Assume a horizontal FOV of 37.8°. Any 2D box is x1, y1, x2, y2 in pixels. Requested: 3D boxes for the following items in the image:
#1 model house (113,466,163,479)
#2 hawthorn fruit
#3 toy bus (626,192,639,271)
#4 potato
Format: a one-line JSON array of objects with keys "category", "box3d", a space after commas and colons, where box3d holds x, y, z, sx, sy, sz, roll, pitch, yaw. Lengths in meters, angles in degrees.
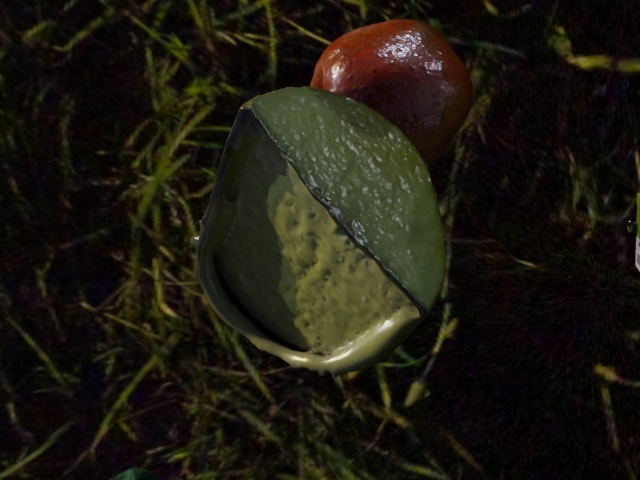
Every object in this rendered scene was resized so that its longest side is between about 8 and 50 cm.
[{"category": "model house", "box3d": [-0.108, 0.393, 0.784, 0.329, 0.252, 0.295, 38, 116, -8]}, {"category": "hawthorn fruit", "box3d": [0.106, -0.253, 1.650, 0.299, 0.275, 0.276, -5, 85, -12]}, {"category": "toy bus", "box3d": [0.539, 0.043, 1.316, 0.113, 0.302, 0.139, -7, 120, -1]}, {"category": "potato", "box3d": [0.000, 0.000, 1.214, 0.330, 0.212, 0.280, 48, 130, 5]}]
